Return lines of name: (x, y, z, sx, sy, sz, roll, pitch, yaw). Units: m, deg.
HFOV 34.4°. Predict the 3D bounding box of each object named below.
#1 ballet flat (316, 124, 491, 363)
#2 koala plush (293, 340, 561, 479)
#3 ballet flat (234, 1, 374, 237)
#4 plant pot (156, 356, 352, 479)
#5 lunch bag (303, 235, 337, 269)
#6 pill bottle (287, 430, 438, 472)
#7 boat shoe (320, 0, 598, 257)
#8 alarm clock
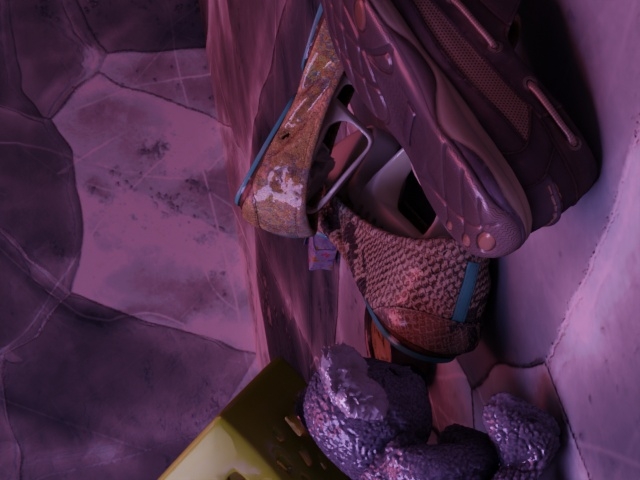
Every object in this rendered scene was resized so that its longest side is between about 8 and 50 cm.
ballet flat: (0.074, -0.034, 1.224, 0.483, 0.164, 0.182, 48, 122, 61)
koala plush: (0.070, 0.195, 0.983, 0.221, 0.203, 0.196, 42, 158, 6)
ballet flat: (0.020, -0.158, 1.142, 0.349, 0.123, 0.123, -65, 22, 15)
plant pot: (-0.067, 0.291, 1.094, 0.207, 0.228, 0.227, 42, -164, 4)
lunch bag: (0.000, 0.000, 1.779, 0.071, 0.053, 0.083, 105, 164, -58)
pill bottle: (0.001, 0.343, 1.313, 0.176, 0.318, 0.176, 173, 90, -78)
boat shoe: (0.105, -0.154, 0.868, 0.355, 0.130, 0.132, 63, 166, 17)
alarm clock: (0.097, 0.114, 1.342, 0.129, 0.064, 0.192, 172, 88, -79)
